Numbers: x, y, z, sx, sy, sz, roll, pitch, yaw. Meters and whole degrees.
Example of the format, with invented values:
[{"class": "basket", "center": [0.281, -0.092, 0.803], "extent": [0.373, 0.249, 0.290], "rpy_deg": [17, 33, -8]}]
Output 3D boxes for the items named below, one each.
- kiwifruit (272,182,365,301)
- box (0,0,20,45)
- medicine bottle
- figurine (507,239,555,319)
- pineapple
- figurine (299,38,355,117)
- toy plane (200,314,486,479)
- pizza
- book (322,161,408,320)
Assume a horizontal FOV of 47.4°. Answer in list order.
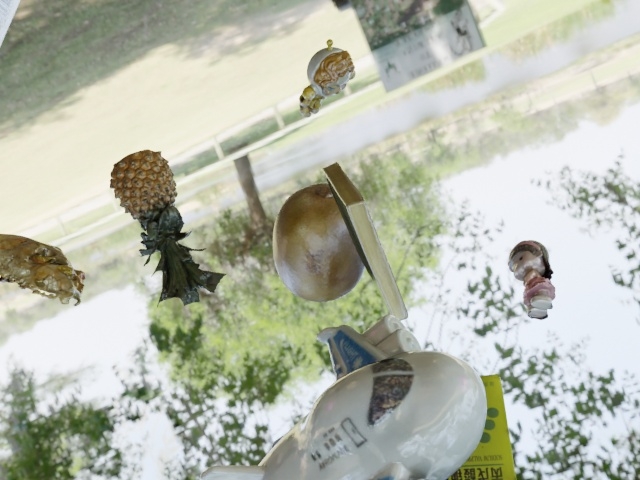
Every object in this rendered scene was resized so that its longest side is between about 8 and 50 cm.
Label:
[{"class": "kiwifruit", "center": [0.000, 0.000, 1.419], "extent": [0.195, 0.234, 0.196], "rpy_deg": [1, -141, -1]}, {"class": "box", "center": [-0.579, -0.368, 1.093], "extent": [0.200, 0.300, 0.106], "rpy_deg": [23, 178, -7]}, {"class": "medicine bottle", "center": [0.228, 0.350, 1.141], "extent": [0.137, 0.141, 0.250], "rpy_deg": [-5, -137, 8]}, {"class": "figurine", "center": [0.302, 0.056, 1.033], "extent": [0.054, 0.072, 0.129], "rpy_deg": [2, -136, -5]}, {"class": "pineapple", "center": [-0.261, -0.021, 1.241], "extent": [0.130, 0.277, 0.119], "rpy_deg": [-21, 163, -13]}, {"class": "figurine", "center": [0.008, -0.251, 1.153], "extent": [0.101, 0.068, 0.143], "rpy_deg": [-37, 170, -8]}, {"class": "toy plane", "center": [0.024, 0.178, 0.624], "extent": [0.267, 0.122, 0.267], "rpy_deg": [-36, -147, 28]}, {"class": "pizza", "center": [-0.524, 0.049, 1.351], "extent": [0.189, 0.071, 0.297], "rpy_deg": [22, -176, -32]}, {"class": "book", "center": [0.054, -0.008, 0.941], "extent": [0.026, 0.161, 0.231], "rpy_deg": [-23, -162, 1]}]
